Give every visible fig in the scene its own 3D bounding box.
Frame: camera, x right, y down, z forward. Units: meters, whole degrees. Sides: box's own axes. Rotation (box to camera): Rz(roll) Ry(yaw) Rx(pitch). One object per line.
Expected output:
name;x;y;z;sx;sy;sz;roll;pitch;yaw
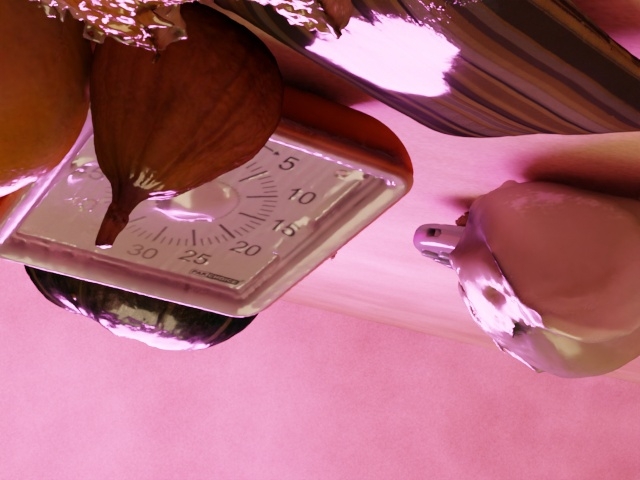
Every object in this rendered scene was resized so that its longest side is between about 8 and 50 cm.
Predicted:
fig;-0.089;-0.068;0.712;0.119;0.153;0.119;20;-176;-1

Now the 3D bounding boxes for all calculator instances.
calculator;0.232;0.035;1.293;0.298;0.041;0.185;20;172;-32

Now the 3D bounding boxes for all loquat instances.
loquat;-0.215;-0.113;0.722;0.149;0.204;0.172;4;-136;-45

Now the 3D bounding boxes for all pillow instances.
pillow;0.078;-0.106;0.668;0.208;0.052;0.212;23;167;-39

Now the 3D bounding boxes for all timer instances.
timer;-0.094;-0.061;0.907;0.257;0.161;0.250;17;158;-29

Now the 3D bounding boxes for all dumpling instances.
dumpling;0.241;0.012;1.039;0.242;0.187;0.318;-29;175;6

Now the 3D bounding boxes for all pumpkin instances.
pumpkin;-0.204;0.011;1.411;0.300;0.207;0.300;17;-174;-2

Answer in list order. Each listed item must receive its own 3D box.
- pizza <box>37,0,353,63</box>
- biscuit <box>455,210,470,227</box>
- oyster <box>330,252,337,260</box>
pizza;-0.097;-0.156;0.462;0.223;0.089;0.323;26;167;-38
biscuit;0.270;0.004;1.250;0.236;0.026;0.131;17;171;-23
oyster;0.003;0.001;1.629;0.051;0.034;0.093;28;-177;0
